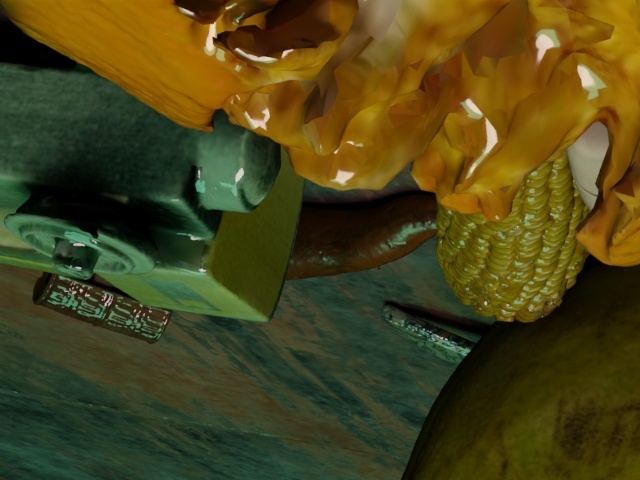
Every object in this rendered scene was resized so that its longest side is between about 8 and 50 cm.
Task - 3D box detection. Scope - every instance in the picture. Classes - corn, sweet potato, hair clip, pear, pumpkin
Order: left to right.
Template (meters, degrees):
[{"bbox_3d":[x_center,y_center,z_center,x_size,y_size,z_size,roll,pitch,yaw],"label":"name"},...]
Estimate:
[{"bbox_3d":[0.001,0.000,1.147,0.265,0.057,0.057,-6,153,37],"label":"sweet potato"},{"bbox_3d":[0.158,0.101,1.350,0.229,0.036,0.066,17,155,-7],"label":"hair clip"},{"bbox_3d":[0.048,-0.134,0.407,0.303,0.256,0.225,20,162,9],"label":"pumpkin"},{"bbox_3d":[0.112,-0.029,0.906,0.106,0.106,0.293,11,162,10],"label":"corn"},{"bbox_3d":[0.191,0.161,1.054,0.375,0.287,0.287,-22,170,-18],"label":"pear"}]

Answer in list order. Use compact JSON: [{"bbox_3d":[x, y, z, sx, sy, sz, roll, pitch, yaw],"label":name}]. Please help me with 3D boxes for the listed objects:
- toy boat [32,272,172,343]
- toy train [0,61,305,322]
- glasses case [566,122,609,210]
[{"bbox_3d":[-0.191,0.022,1.295,0.226,0.088,0.068,21,161,-21],"label":"toy boat"},{"bbox_3d":[-0.200,-0.048,1.008,0.397,0.160,0.253,7,167,17],"label":"toy train"},{"bbox_3d":[0.273,-0.062,0.623,0.337,0.144,0.076,8,160,20],"label":"glasses case"}]
